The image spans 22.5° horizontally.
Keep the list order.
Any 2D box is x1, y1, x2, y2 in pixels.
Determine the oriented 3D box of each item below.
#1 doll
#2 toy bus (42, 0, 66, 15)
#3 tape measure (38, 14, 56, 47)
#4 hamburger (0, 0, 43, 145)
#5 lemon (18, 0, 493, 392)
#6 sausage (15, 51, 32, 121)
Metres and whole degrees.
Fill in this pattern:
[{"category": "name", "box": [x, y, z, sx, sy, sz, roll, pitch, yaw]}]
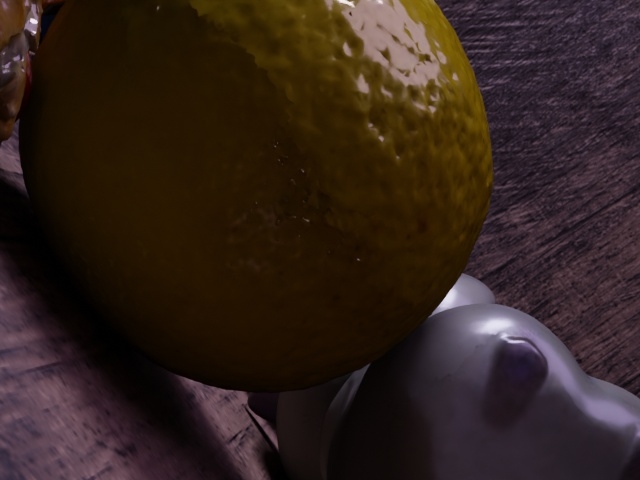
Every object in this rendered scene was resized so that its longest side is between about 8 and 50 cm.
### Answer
[{"category": "doll", "box": [0.089, 0.139, 1.063, 0.215, 0.226, 0.370, 24, 8, -15]}, {"category": "toy bus", "box": [-0.250, -0.273, 1.133, 0.329, 0.143, 0.153, 53, -38, 19]}, {"category": "tape measure", "box": [-0.172, -0.126, 1.318, 0.215, 0.098, 0.351, 65, -25, 8]}, {"category": "hamburger", "box": [-0.194, -0.147, 0.556, 0.283, 0.144, 0.156, 57, 4, 29]}, {"category": "lemon", "box": [-0.037, -0.051, 0.931, 0.293, 0.293, 0.293, 54, 2, -3]}, {"category": "sausage", "box": [-0.217, -0.137, 0.910, 0.074, 0.074, 0.274, 52, 3, -42]}]
